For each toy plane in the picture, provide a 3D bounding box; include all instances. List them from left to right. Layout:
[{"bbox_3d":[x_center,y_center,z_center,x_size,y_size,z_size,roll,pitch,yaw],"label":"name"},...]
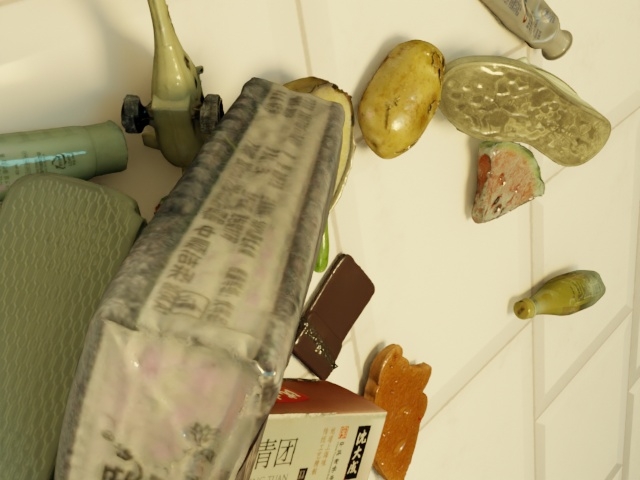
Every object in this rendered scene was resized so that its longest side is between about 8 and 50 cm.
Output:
[{"bbox_3d":[-0.136,-0.162,0.676,0.286,0.092,0.108,87,4,-60],"label":"toy plane"}]

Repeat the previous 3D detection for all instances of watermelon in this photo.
[{"bbox_3d":[0.283,-0.094,1.218,0.139,0.071,0.187,-53,134,0],"label":"watermelon"}]

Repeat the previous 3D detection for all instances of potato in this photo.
[{"bbox_3d":[-0.040,-0.091,0.852,0.164,0.081,0.201,14,97,-58],"label":"potato"},{"bbox_3d":[0.111,-0.188,0.979,0.107,0.080,0.170,46,71,-33],"label":"potato"}]

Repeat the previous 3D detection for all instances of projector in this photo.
[{"bbox_3d":[-0.213,0.099,0.600,0.198,0.108,0.251,114,-10,-70],"label":"projector"}]

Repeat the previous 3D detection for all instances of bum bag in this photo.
[{"bbox_3d":[0.019,0.105,1.029,0.159,0.026,0.109,-57,136,-16],"label":"bum bag"}]

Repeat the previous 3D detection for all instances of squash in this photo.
[{"bbox_3d":[-0.001,0.000,0.969,0.027,0.027,0.089,-19,116,-42],"label":"squash"}]

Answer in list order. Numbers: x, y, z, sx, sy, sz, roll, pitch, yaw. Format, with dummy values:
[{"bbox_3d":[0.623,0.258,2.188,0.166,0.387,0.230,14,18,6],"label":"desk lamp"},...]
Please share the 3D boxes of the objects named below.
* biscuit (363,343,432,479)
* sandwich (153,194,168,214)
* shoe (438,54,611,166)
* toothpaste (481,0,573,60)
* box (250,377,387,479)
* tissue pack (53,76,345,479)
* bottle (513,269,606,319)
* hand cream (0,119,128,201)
[{"bbox_3d":[0.115,0.282,1.189,0.183,0.043,0.280,-29,129,-33],"label":"biscuit"},{"bbox_3d":[-0.161,0.023,0.798,0.067,0.029,0.135,19,91,-45],"label":"sandwich"},{"bbox_3d":[0.292,-0.222,1.132,0.316,0.159,0.124,19,124,-27],"label":"shoe"},{"bbox_3d":[0.304,-0.368,1.149,0.266,0.061,0.096,27,85,-42],"label":"toothpaste"},{"bbox_3d":[-0.112,0.370,0.911,0.344,0.122,0.385,13,94,-49],"label":"box"},{"bbox_3d":[-0.081,0.067,0.614,0.394,0.124,0.288,-74,180,-59],"label":"tissue pack"},{"bbox_3d":[0.473,0.114,1.488,0.269,0.083,0.083,-10,112,-40],"label":"bottle"},{"bbox_3d":[-0.267,-0.063,0.638,0.204,0.050,0.078,-18,117,-38],"label":"hand cream"}]
